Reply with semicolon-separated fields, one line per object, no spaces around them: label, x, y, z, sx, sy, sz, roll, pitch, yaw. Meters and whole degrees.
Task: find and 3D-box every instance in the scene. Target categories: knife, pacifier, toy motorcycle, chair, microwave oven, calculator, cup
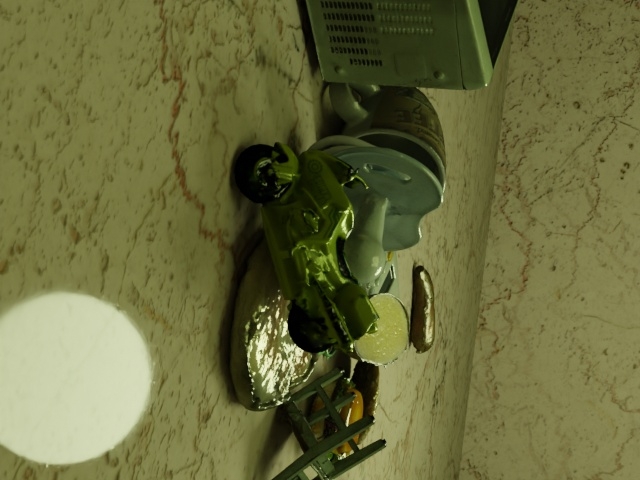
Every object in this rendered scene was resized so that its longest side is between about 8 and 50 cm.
knife;-0.002;0.229;1.850;0.212;0.015;0.054;-7;105;-72
pacifier;0.070;-0.032;1.564;0.299;0.244;0.233;110;-7;-57
toy motorcycle;-0.001;0.000;1.417;0.142;0.206;0.342;-3;-74;70
chair;-0.030;0.378;1.695;0.270;0.147;0.136;-32;145;-5
microwave oven;0.186;-0.465;1.621;0.247;0.333;0.394;73;32;-44
calculator;0.118;0.052;2.069;0.256;0.054;0.386;-59;149;-48
cup;0.115;-0.217;1.788;0.301;0.227;0.257;51;29;-28

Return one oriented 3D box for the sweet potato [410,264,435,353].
sweet potato;0.297;0.195;2.626;0.075;0.075;0.273;-41;133;-63

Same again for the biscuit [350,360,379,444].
biscuit;0.093;0.344;2.015;0.220;0.033;0.220;-168;-90;-80

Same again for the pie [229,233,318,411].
pie;-0.068;0.126;1.529;0.337;0.075;0.337;8;90;-66

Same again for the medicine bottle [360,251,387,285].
medicine bottle;0.120;-0.037;1.875;0.110;0.110;0.352;79;28;-43

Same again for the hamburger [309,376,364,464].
hamburger;0.029;0.367;1.874;0.164;0.093;0.189;67;34;-57

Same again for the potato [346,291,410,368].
potato;0.106;0.192;1.958;0.200;0.081;0.164;-1;90;-46

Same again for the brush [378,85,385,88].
brush;0.133;-0.273;1.993;0.103;0.047;0.233;-54;148;-54
